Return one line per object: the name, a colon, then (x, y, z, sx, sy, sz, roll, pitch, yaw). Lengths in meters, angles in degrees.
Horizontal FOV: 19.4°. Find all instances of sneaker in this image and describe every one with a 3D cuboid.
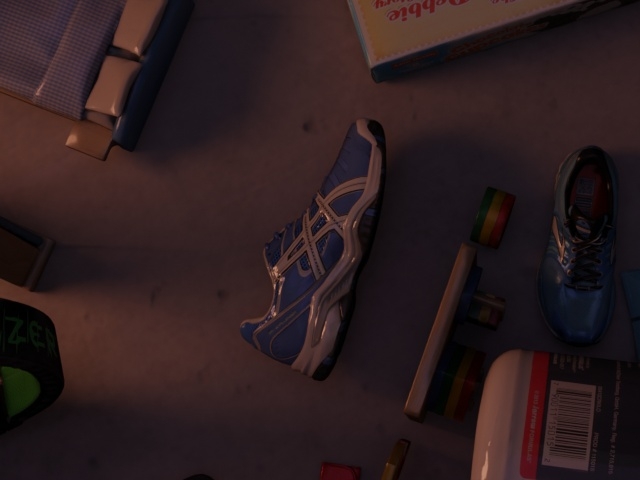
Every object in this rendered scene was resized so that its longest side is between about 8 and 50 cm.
sneaker: (0.000, 0.000, 1.479, 0.081, 0.080, 0.211, 17, 82, 6)
sneaker: (0.201, 0.002, 1.459, 0.063, 0.073, 0.162, 2, 81, 6)

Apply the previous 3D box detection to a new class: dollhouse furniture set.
dollhouse furniture set: (-0.290, -0.152, 1.475, 0.286, 0.198, 0.303, 23, 84, 9)

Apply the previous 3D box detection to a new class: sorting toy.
sorting toy: (0.105, 0.087, 1.427, 0.046, 0.132, 0.274, 19, 84, 7)

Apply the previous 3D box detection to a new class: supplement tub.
supplement tub: (0.247, 0.186, 1.366, 0.272, 0.191, 0.191, 7, 82, 7)

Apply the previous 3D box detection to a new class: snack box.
snack box: (0.167, -0.265, 1.510, 0.322, 0.060, 0.187, -17, 79, 4)

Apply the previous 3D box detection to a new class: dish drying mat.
dish drying mat: (0.011, 0.218, 1.480, 0.032, 0.008, 0.083, 7, 82, 8)

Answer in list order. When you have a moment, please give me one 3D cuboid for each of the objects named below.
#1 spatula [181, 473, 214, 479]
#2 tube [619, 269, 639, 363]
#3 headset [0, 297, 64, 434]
spatula: (-0.213, 0.259, 1.487, 0.296, 0.030, 0.084, -28, 78, 2)
tube: (0.342, 0.041, 1.453, 0.207, 0.052, 0.080, -13, 75, 10)
headset: (-0.381, 0.108, 1.441, 0.394, 0.243, 0.185, -25, 67, 27)
